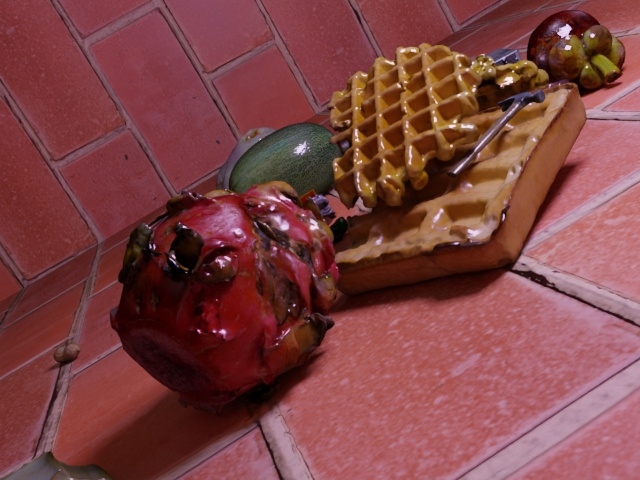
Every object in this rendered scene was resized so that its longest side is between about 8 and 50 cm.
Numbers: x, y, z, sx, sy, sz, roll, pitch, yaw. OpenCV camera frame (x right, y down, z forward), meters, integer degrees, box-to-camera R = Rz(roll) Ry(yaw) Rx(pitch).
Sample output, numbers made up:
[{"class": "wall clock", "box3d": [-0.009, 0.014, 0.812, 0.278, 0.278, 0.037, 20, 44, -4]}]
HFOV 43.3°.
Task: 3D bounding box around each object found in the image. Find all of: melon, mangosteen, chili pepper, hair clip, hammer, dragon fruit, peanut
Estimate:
[{"class": "melon", "box3d": [-0.068, -0.158, 1.775, 0.287, 0.182, 0.182, -32, 14, -1]}, {"class": "mangosteen", "box3d": [0.455, -0.338, 1.428, 0.156, 0.146, 0.181, -30, 14, -12]}, {"class": "chili pepper", "box3d": [0.000, 0.002, 1.395, 0.118, 0.035, 0.055, -37, -9, 2]}, {"class": "hair clip", "box3d": [-0.023, -0.024, 1.448, 0.116, 0.049, 0.172, -16, -19, -26]}, {"class": "hammer", "box3d": [0.225, -0.142, 1.071, 0.182, 0.017, 0.062, -44, 25, -23]}, {"class": "dragon fruit", "box3d": [-0.107, 0.045, 0.999, 0.250, 0.269, 0.291, -10, 36, 49]}, {"class": "peanut", "box3d": [-0.510, 0.227, 1.626, 0.083, 0.037, 0.037, -25, 15, 34]}]

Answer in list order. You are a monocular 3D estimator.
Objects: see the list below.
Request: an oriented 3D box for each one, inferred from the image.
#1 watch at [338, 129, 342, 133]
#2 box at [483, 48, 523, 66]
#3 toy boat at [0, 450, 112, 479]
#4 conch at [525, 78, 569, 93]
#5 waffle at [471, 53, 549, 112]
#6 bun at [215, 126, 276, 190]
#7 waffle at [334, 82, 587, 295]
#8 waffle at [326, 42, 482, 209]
[{"class": "watch", "box3d": [0.165, -0.290, 1.891, 0.253, 0.162, 0.241, -26, 2, 5]}, {"class": "box", "box3d": [0.363, -0.400, 2.028, 0.270, 0.045, 0.211, -29, 14, 3]}, {"class": "toy boat", "box3d": [-0.366, 0.330, 0.893, 0.276, 0.084, 0.111, -36, 17, -25]}, {"class": "conch", "box3d": [0.322, -0.158, 1.240, 0.086, 0.080, 0.233, -30, 32, 61]}, {"class": "waffle", "box3d": [0.218, -0.206, 1.327, 0.307, 0.060, 0.312, 3, -28, -43]}, {"class": "bun", "box3d": [-0.144, -0.181, 1.997, 0.293, 0.187, 0.293, -30, 16, 9]}, {"class": "waffle", "box3d": [0.185, -0.068, 1.096, 0.304, 0.077, 0.348, -13, 31, 45]}, {"class": "waffle", "box3d": [0.098, -0.169, 1.141, 0.283, 0.065, 0.309, -55, 34, -9]}]
